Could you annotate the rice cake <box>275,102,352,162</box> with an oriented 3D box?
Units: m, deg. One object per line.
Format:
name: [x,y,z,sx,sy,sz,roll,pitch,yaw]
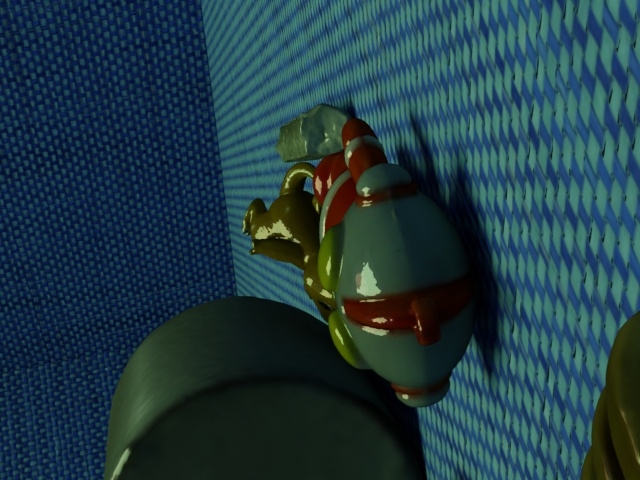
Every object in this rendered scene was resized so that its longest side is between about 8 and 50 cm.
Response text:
rice cake: [-0.006,-0.106,1.527,0.256,0.057,0.052,-169,86,-83]

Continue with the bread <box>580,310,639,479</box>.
bread: [0.139,0.097,0.523,0.225,0.081,0.134,89,167,-52]

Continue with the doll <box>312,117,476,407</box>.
doll: [0.045,0.022,1.082,0.336,0.105,0.200,-123,23,-75]

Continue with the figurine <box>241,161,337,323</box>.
figurine: [0.002,-0.001,1.513,0.176,0.121,0.122,56,141,33]

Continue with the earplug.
earplug: [-0.071,0.220,1.564,0.394,0.312,0.313,-114,15,-73]
